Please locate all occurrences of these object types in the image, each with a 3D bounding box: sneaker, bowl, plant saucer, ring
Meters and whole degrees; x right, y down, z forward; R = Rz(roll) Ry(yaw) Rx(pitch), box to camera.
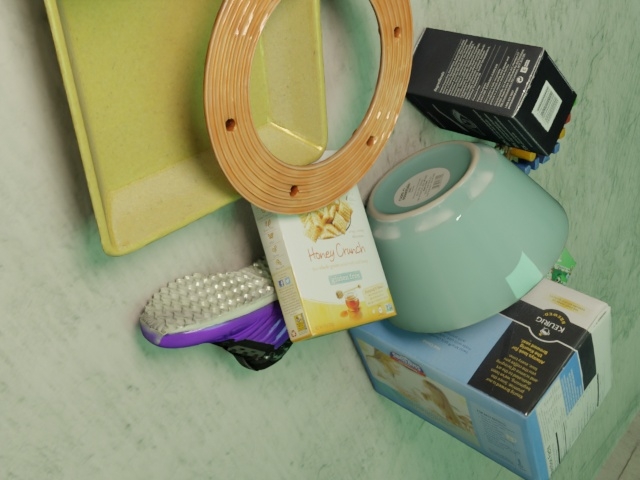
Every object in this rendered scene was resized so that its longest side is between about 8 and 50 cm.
[{"bbox_3d":[-0.099,0.112,1.044,0.293,0.102,0.146,-17,122,-44],"label":"sneaker"},{"bbox_3d":[0.185,-0.032,1.180,0.311,0.311,0.163,-46,118,-24],"label":"bowl"},{"bbox_3d":[-0.140,-0.196,0.858,0.332,0.081,0.333,-30,129,-36],"label":"plant saucer"},{"bbox_3d":[-0.007,-0.193,0.925,0.336,0.032,0.337,-24,126,-39],"label":"ring"}]

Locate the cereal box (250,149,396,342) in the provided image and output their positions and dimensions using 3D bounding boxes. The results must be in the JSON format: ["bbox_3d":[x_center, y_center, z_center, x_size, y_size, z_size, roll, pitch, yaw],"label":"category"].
[{"bbox_3d":[0.000,0.000,1.044,0.173,0.047,0.240,-8,79,-48],"label":"cereal box"}]

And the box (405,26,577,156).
[{"bbox_3d":[0.246,-0.220,1.188,0.153,0.207,0.108,27,87,-53],"label":"box"}]

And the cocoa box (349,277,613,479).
[{"bbox_3d":[0.256,0.181,1.291,0.228,0.347,0.231,-47,138,-22],"label":"cocoa box"}]

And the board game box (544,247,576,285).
[{"bbox_3d":[0.432,0.075,1.684,0.317,0.046,0.214,39,78,-50],"label":"board game box"}]

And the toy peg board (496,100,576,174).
[{"bbox_3d":[0.403,-0.197,1.486,0.161,0.079,0.161,-33,131,-34],"label":"toy peg board"}]

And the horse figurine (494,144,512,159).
[{"bbox_3d":[0.313,-0.055,1.467,0.174,0.066,0.263,-53,137,-8],"label":"horse figurine"}]
